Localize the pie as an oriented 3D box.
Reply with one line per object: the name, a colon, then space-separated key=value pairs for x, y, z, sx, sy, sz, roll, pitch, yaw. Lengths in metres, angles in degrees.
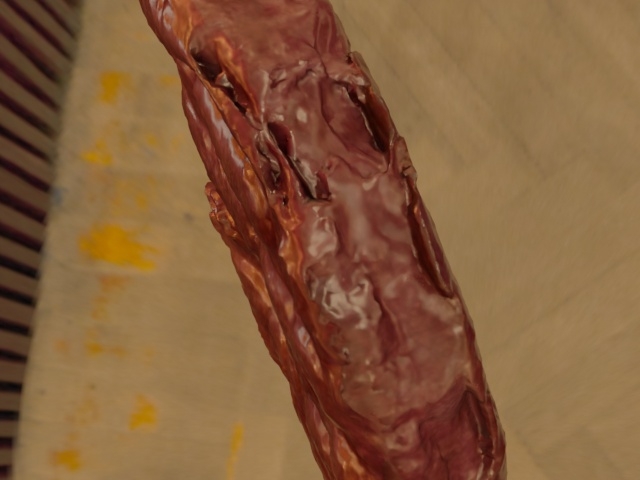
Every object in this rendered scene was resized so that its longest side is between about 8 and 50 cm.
pie: x=0.000 y=0.000 z=0.535 sx=0.054 sy=0.219 sz=0.204 roll=-23 pitch=61 yaw=-5
